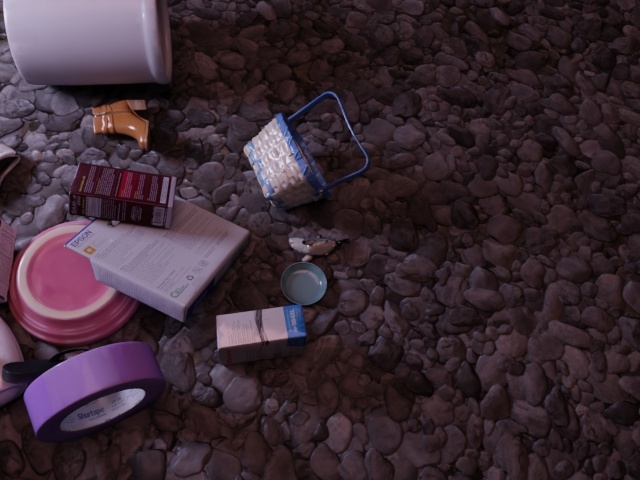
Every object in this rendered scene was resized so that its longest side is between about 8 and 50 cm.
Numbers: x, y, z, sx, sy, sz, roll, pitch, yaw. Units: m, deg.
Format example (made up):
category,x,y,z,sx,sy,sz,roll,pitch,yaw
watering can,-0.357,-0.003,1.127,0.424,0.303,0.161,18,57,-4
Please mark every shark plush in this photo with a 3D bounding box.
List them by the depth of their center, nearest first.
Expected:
category,x,y,z,sx,sy,sz,roll,pitch,yaw
shark plush,0.000,0.000,1.730,0.161,0.073,0.067,-17,36,-9

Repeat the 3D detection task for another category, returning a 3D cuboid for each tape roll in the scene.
category,x,y,z,sx,sy,sz,roll,pitch,yaw
tape roll,-0.472,0.322,1.384,0.274,0.275,0.090,-22,67,-16

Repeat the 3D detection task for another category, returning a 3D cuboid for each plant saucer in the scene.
category,x,y,z,sx,sy,sz,roll,pitch,yaw
plant saucer,-0.598,0.089,1.597,0.331,0.084,0.333,3,63,-6
plant saucer,-0.043,0.113,1.682,0.119,0.021,0.120,2,64,-5

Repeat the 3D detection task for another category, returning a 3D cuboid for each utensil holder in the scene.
category,x,y,z,sx,sy,sz,roll,pitch,yaw
utensil holder,-0.625,-0.595,1.810,0.384,0.328,0.328,-3,63,-6

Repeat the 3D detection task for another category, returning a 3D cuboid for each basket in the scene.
category,x,y,z,sx,sy,sz,roll,pitch,yaw
basket,-0.038,-0.234,1.741,0.288,0.201,0.255,-29,67,15

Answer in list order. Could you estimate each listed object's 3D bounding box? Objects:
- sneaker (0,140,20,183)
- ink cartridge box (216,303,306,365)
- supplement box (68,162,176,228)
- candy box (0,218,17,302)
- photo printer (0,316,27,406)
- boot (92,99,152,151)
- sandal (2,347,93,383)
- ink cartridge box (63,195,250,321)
category,x,y,z,sx,sy,sz,roll,pitch,yaw
sneaker,-0.883,-0.157,1.683,0.091,0.094,0.258,24,62,11
ink cartridge box,-0.142,0.224,1.543,0.202,0.148,0.086,-6,65,-10
supplement box,-0.481,-0.111,1.605,0.239,0.073,0.130,9,39,-13
candy box,-0.831,0.059,1.567,0.164,0.070,0.197,-11,63,10
photo printer,-0.828,0.296,1.451,0.307,0.107,0.256,-28,70,-19
boot,-0.550,-0.309,1.814,0.152,0.073,0.197,-11,53,-13
sandal,-0.565,0.275,1.453,0.254,0.097,0.055,2,99,-39
ink cartridge box,-0.390,0.015,1.607,0.329,0.072,0.324,25,40,9
